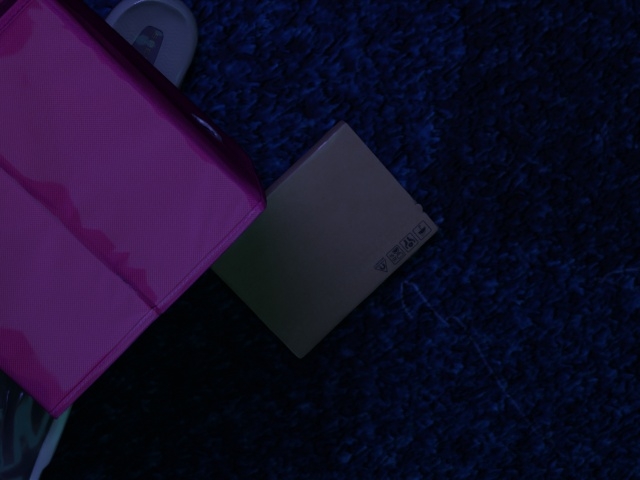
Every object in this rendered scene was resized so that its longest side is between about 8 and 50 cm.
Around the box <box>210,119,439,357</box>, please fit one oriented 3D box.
[{"bbox_3d":[0.000,0.000,1.840,0.201,0.021,0.164,-43,116,-1],"label":"box"}]

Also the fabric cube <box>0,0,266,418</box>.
[{"bbox_3d":[-0.233,-0.055,1.530,0.259,0.254,0.258,-45,105,4],"label":"fabric cube"}]

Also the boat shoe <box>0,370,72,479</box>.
[{"bbox_3d":[-0.333,0.269,1.768,0.095,0.112,0.335,20,90,-7],"label":"boat shoe"}]

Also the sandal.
[{"bbox_3d":[-0.203,-0.092,1.700,0.120,0.086,0.303,17,102,-23],"label":"sandal"}]
